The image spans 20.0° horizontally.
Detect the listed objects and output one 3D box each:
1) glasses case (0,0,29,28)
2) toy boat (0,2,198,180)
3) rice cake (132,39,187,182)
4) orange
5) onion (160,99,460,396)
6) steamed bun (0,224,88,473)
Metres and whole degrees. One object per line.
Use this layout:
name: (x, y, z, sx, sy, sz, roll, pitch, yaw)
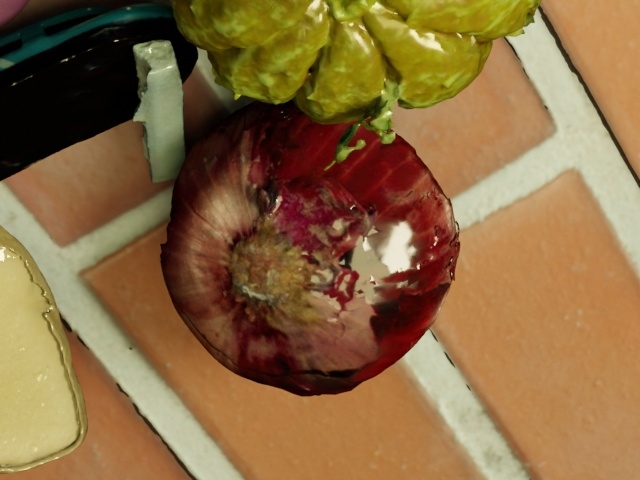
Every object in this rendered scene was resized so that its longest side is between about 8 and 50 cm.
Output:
glasses case: (-0.222, -0.259, 1.281, 0.123, 0.076, 0.316, -4, 142, -40)
toy boat: (-0.245, -0.118, 1.394, 0.299, 0.092, 0.134, -26, 156, -5)
rice cake: (-0.127, -0.097, 1.414, 0.042, 0.030, 0.180, -15, 155, -9)
orange: (0.012, -0.234, 1.304, 0.301, 0.223, 0.300, 34, 113, -21)
onion: (0.000, 0.000, 1.454, 0.252, 0.219, 0.252, 8, 106, 30)
steamed bun: (-0.317, 0.101, 1.495, 0.212, 0.110, 0.231, -22, 121, -19)
